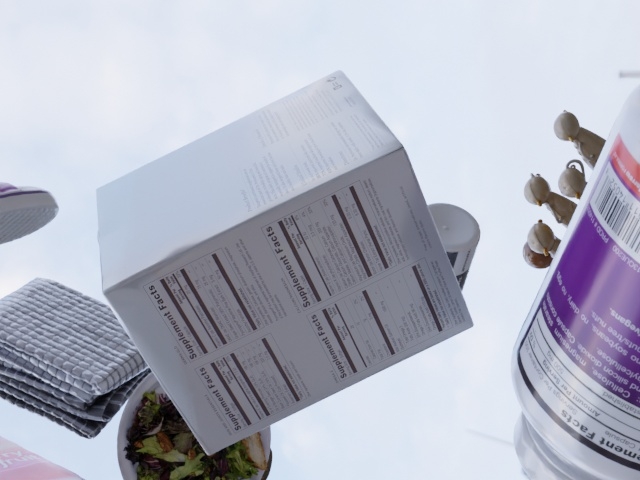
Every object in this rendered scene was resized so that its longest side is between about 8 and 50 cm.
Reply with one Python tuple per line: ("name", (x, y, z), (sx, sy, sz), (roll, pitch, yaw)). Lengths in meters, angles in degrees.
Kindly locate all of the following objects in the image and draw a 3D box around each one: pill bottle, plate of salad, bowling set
("pill bottle", (0.250, 0.052, 0.684), (0.181, 0.181, 0.323), (-25, -38, -40))
("plate of salad", (-0.142, 0.236, 1.125), (0.199, 0.048, 0.200), (4, -98, -31))
("bowling set", (0.351, -0.025, 1.397), (0.154, 0.200, 0.287), (32, -141, -28))
("pill bottle", (0.218, 0.056, 1.819), (0.130, 0.130, 0.246), (-38, -29, -35))

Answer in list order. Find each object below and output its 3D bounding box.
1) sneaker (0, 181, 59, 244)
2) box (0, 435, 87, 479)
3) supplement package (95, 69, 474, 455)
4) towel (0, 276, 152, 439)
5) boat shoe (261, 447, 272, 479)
("sneaker", (-0.474, -0.071, 1.170), (0.282, 0.102, 0.161), (-8, -113, -28))
("box", (-0.256, 0.186, 0.401), (0.299, 0.154, 0.142), (-6, -80, -44))
("supplement package", (-0.039, 0.014, 0.863), (0.262, 0.199, 0.198), (-26, -59, 0))
("towel", (-0.411, 0.184, 1.540), (0.235, 0.283, 0.121), (-41, -30, -65))
("boat shoe", (-0.132, 0.405, 1.643), (0.064, 0.060, 0.178), (12, -61, -18))
